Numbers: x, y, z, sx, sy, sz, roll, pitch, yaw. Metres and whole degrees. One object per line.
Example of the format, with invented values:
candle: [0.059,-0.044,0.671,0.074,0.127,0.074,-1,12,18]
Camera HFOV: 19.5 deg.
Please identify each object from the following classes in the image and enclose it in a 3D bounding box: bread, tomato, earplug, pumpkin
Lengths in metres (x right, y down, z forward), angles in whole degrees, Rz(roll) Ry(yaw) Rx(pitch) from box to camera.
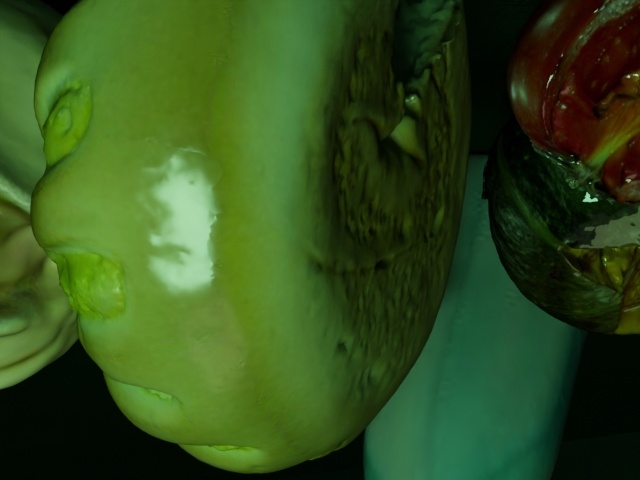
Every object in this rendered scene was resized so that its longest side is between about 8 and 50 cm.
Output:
bread: [-0.034,-0.036,0.933,0.160,0.333,0.333,6,170,22]
tomato: [0.167,-0.099,1.074,0.159,0.139,0.091,34,-175,-39]
earplug: [0.117,0.116,1.392,0.185,0.324,0.185,10,146,7]
pumpkin: [0.220,-0.039,1.233,0.238,0.159,0.238,-8,145,-5]

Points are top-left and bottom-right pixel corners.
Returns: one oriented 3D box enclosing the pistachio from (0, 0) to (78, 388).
pistachio: [-0.226,-0.038,1.001,0.321,0.229,0.238,22,-176,-43]
